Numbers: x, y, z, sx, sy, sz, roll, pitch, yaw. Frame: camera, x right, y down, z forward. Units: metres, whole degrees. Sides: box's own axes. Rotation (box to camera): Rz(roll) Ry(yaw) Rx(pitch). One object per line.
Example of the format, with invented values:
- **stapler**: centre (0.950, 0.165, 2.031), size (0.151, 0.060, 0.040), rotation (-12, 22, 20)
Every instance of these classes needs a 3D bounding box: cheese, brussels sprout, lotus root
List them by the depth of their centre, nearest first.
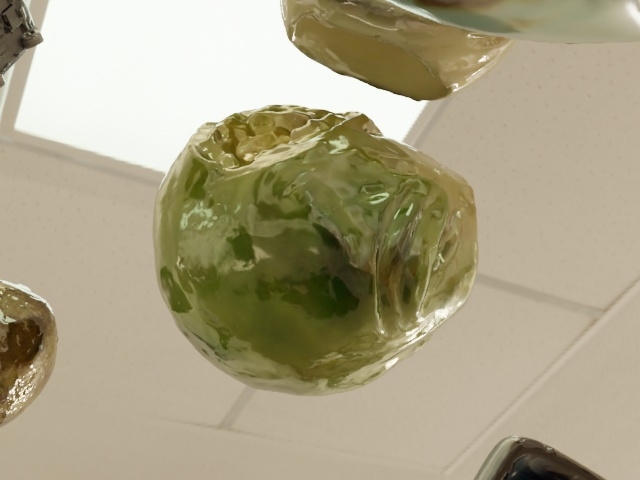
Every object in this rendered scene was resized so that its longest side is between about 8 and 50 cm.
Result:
- **brussels sprout**: centre (0.000, 0.000, 0.775), size (0.344, 0.344, 0.268), rotation (5, -8, -14)
- **lotus root**: centre (-0.357, 0.134, 0.805), size (0.139, 0.214, 0.138), rotation (7, -45, 7)
- **cheese**: centre (0.090, -0.272, 0.807), size (0.266, 0.233, 0.127), rotation (24, -23, 14)

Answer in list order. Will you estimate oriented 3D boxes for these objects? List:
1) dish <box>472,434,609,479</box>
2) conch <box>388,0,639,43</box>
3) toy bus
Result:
- **dish**: centre (0.096, 0.238, 0.424), size (0.182, 0.080, 0.243), rotation (34, -96, -17)
- **conch**: centre (0.151, -0.172, 0.294), size (0.197, 0.368, 0.249), rotation (34, -89, -33)
- **toy bus**: centre (-0.323, -0.189, 0.712), size (0.076, 0.167, 0.073), rotation (-11, -58, 8)
